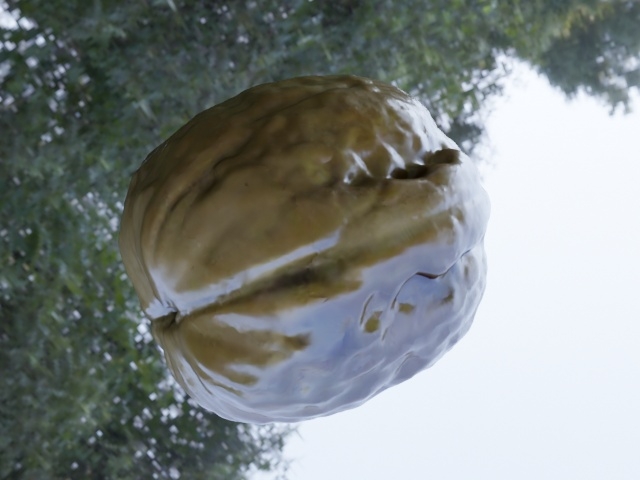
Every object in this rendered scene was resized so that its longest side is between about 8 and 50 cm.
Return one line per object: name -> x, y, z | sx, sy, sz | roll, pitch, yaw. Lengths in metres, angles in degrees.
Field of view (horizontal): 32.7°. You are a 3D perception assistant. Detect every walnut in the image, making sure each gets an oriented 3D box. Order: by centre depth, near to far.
walnut -> 0.000, 0.000, 0.513 | 0.184, 0.155, 0.155 | -21, -149, -29
